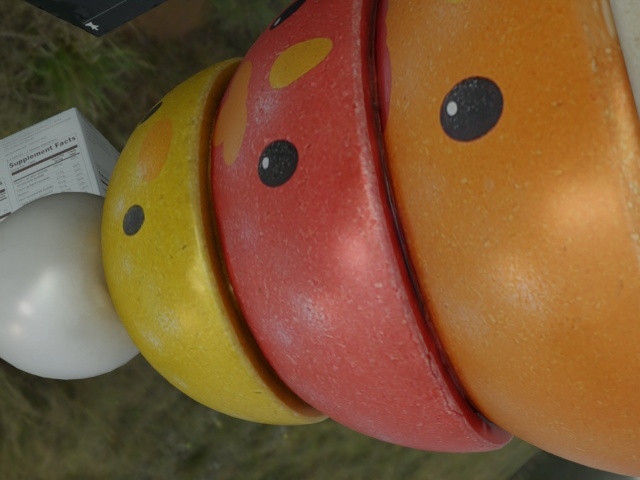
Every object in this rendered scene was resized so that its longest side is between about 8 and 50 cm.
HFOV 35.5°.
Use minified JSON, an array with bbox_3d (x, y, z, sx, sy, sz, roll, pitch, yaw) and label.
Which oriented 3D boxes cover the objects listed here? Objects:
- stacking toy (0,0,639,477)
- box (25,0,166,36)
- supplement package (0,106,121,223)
[{"bbox_3d":[0.000,0.000,0.555,0.479,0.351,0.350,-15,171,20],"label":"stacking toy"},{"bbox_3d":[-0.129,-0.238,0.604,0.261,0.103,0.184,-13,154,41],"label":"box"},{"bbox_3d":[-0.320,-0.014,1.237,0.204,0.145,0.262,-23,158,5],"label":"supplement package"}]
